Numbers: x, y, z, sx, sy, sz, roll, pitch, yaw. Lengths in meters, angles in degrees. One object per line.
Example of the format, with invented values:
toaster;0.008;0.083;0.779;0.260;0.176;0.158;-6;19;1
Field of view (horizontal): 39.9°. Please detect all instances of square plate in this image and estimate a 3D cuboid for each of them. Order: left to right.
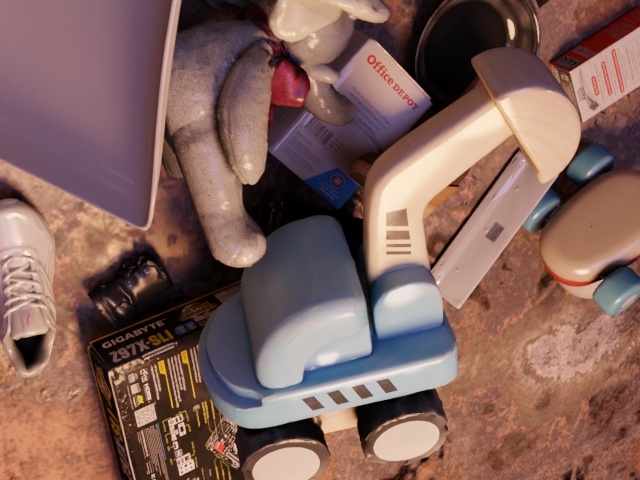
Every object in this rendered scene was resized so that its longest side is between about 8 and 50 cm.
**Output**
square plate;-0.261;-0.228;0.871;0.049;0.344;0.347;-23;131;-54

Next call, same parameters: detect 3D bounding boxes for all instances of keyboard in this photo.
keyboard;0.258;-0.018;1.343;0.256;0.072;0.014;-55;163;9

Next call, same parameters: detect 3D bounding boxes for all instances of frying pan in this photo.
frying pan;0.241;-0.311;1.188;0.197;0.053;0.326;20;106;-32

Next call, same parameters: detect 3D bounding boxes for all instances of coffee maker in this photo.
coffee maker;0.000;0.000;1.175;0.178;0.120;0.171;13;151;-30

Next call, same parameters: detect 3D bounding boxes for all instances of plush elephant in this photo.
plush elephant;-0.064;-0.190;0.979;0.255;0.272;0.330;-21;122;-13

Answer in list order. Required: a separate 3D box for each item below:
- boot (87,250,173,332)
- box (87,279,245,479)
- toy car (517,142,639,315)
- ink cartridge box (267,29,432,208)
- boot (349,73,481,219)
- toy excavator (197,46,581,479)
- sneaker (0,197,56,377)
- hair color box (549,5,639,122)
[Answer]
boot;-0.242;0.080;1.179;0.099;0.045;0.121;-36;126;-11
box;-0.166;0.240;1.242;0.257;0.079;0.322;-24;125;-28
toy car;0.445;0.012;1.396;0.210;0.219;0.238;-38;154;-3
ink cartridge box;0.029;-0.160;1.153;0.191;0.082;0.139;-49;125;4
boot;0.144;-0.134;1.132;0.207;0.090;0.248;-56;156;7
toy excavator;0.059;0.037;0.967;0.432;0.222;0.445;-13;135;-2
sneaker;-0.357;0.064;1.071;0.090;0.115;0.232;-12;120;-19
hair color box;0.429;-0.261;1.302;0.167;0.053;0.093;-33;125;-7
